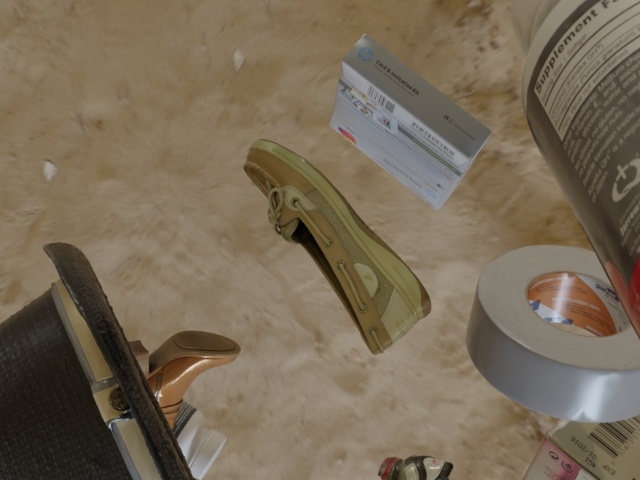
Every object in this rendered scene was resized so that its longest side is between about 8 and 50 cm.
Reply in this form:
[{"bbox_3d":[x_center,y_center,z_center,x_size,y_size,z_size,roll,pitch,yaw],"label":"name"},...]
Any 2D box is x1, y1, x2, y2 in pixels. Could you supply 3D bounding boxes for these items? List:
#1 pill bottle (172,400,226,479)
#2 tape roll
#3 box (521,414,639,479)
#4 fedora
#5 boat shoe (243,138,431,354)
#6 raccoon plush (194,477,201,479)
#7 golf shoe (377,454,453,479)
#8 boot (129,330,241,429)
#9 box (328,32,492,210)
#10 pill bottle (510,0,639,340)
[{"bbox_3d":[-0.247,0.302,1.949,0.180,0.108,0.108,31,88,4],"label":"pill bottle"},{"bbox_3d":[0.268,0.094,1.296,0.219,0.219,0.072,3,124,-7],"label":"tape roll"},{"bbox_3d":[0.338,0.291,1.512,0.127,0.232,0.149,39,57,19],"label":"box"},{"bbox_3d":[-0.212,0.174,1.064,0.153,0.334,0.334,-25,95,-9],"label":"fedora"},{"bbox_3d":[0.000,0.001,0.742,0.048,0.056,0.153,-41,78,-12],"label":"boat shoe"},{"bbox_3d":[-0.162,0.454,1.527,0.216,0.446,0.299,6,96,-41],"label":"raccoon plush"},{"bbox_3d":[0.124,0.305,1.256,0.086,0.067,0.186,-9,114,31],"label":"golf shoe"},{"bbox_3d":[-0.219,0.219,1.837,0.197,0.073,0.152,-3,115,-14],"label":"boot"},{"bbox_3d":[0.079,-0.106,1.151,0.145,0.186,0.038,39,77,6],"label":"box"},{"bbox_3d":[0.226,-0.068,0.739,0.176,0.318,0.176,-8,135,-8],"label":"pill bottle"}]
